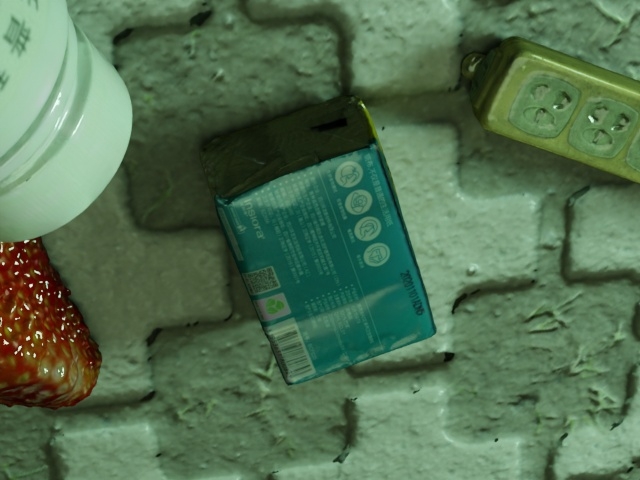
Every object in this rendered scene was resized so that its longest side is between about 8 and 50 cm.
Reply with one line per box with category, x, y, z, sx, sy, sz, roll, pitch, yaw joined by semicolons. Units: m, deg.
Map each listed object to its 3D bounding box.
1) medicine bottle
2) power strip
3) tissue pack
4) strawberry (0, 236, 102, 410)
medicine bottle;-0.229;-0.116;0.671;0.170;0.170;0.293;-30;147;8
power strip;0.239;-0.069;0.903;0.305;0.044;0.064;17;116;-16
tissue pack;0.000;0.000;0.887;0.120;0.082;0.169;-20;123;0
strawberry;-0.248;0.056;0.857;0.236;0.107;0.175;13;119;-20
